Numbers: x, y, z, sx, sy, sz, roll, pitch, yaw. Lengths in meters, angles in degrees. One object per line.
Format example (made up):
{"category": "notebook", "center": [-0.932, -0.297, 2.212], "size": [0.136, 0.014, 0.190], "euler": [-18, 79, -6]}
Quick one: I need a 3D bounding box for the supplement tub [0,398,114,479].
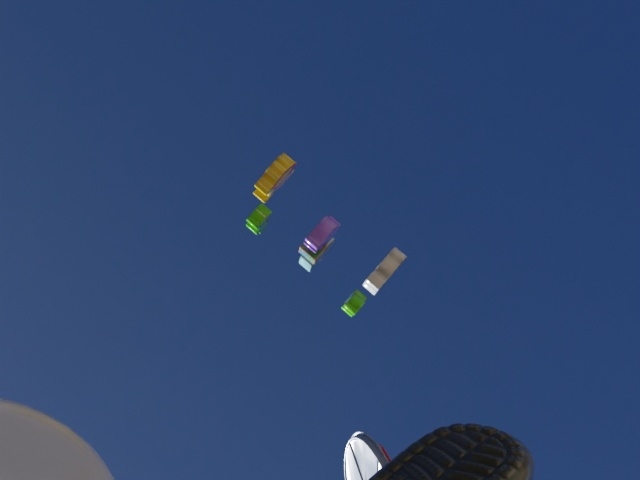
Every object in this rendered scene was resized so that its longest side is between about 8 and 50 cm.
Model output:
{"category": "supplement tub", "center": [-0.301, 0.282, 0.902], "size": [0.191, 0.191, 0.272], "euler": [28, -70, -17]}

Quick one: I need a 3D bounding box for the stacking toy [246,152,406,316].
{"category": "stacking toy", "center": [0.000, 0.000, 1.206], "size": [0.167, 0.221, 0.052], "euler": [41, -104, 4]}

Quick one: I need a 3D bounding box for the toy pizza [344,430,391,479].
{"category": "toy pizza", "center": [0.076, 0.311, 1.238], "size": [0.032, 0.201, 0.201], "euler": [-12, -82, -17]}

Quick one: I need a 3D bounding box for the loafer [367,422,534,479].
{"category": "loafer", "center": [0.016, 0.189, 0.542], "size": [0.251, 0.094, 0.087], "euler": [-29, -62, -24]}
